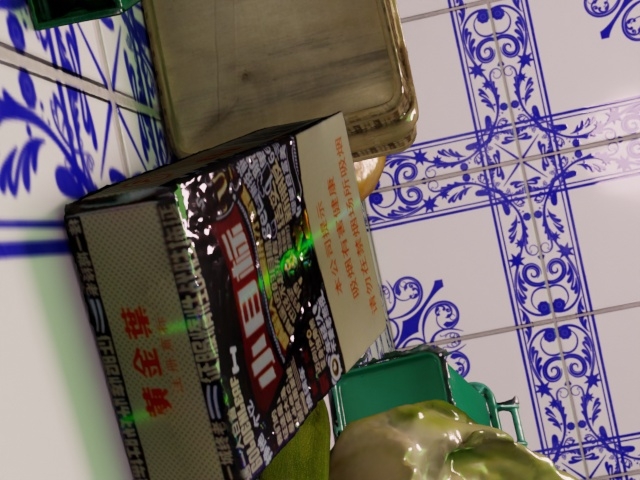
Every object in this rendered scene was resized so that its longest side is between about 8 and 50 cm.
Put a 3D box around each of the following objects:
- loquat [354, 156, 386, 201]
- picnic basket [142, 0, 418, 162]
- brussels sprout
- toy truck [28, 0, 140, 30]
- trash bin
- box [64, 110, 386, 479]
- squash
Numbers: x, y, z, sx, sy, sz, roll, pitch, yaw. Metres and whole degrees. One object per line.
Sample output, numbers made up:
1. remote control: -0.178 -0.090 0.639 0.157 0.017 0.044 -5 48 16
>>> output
1. loquat: -0.011 -0.116 1.330 0.187 0.176 0.234 26 60 -28
2. picnic basket: -0.041 -0.213 1.014 0.175 0.228 0.312 34 44 -77
3. brussels sprout: 0.125 0.355 1.161 0.371 0.315 0.275 46 49 -29
4. toy truck: -0.154 -0.198 0.714 0.147 0.065 0.079 -85 164 -68
5. trash bin: 0.181 0.333 1.732 0.381 0.295 0.259 53 25 -61
6. box: -0.049 0.027 0.775 0.310 0.084 0.198 -37 118 -65
7. squash: -0.022 0.217 1.067 0.080 0.071 0.318 54 12 -20
